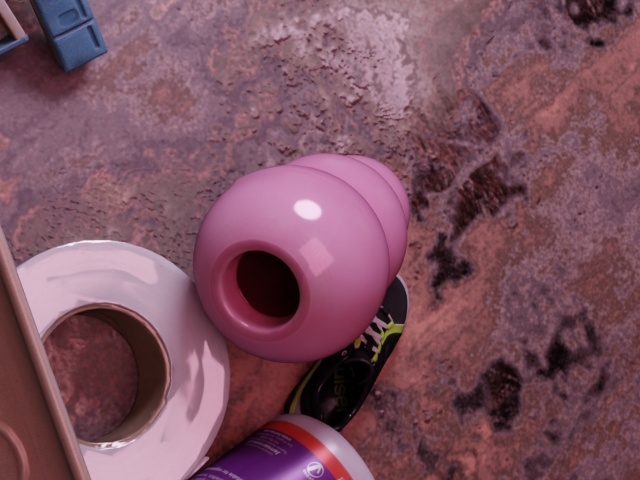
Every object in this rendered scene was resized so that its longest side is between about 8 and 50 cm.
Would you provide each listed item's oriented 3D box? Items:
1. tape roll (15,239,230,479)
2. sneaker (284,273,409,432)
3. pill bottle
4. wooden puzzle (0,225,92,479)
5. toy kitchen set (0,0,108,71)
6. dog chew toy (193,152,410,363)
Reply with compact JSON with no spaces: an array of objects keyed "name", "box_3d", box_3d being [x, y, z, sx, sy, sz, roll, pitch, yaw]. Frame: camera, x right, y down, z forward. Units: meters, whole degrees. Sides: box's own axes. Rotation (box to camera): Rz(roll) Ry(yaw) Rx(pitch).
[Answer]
[{"name":"tape roll","box_3d":[-0.241,0.144,1.679,0.286,0.100,0.286,3,82,-24]},{"name":"sneaker","box_3d":[0.047,0.135,1.812,0.084,0.097,0.235,35,71,-17]},{"name":"pill bottle","box_3d":[-0.096,0.331,1.656,0.323,0.181,0.181,-35,98,-32]},{"name":"wooden puzzle","box_3d":[-0.409,0.167,1.547,0.347,0.080,0.322,-19,91,10]},{"name":"toy kitchen set","box_3d":[-0.315,-0.179,1.647,0.207,0.166,0.122,-29,129,-11]},{"name":"dog chew toy","box_3d":[0.000,0.000,1.724,0.207,0.206,0.332,62,28,-6]}]
